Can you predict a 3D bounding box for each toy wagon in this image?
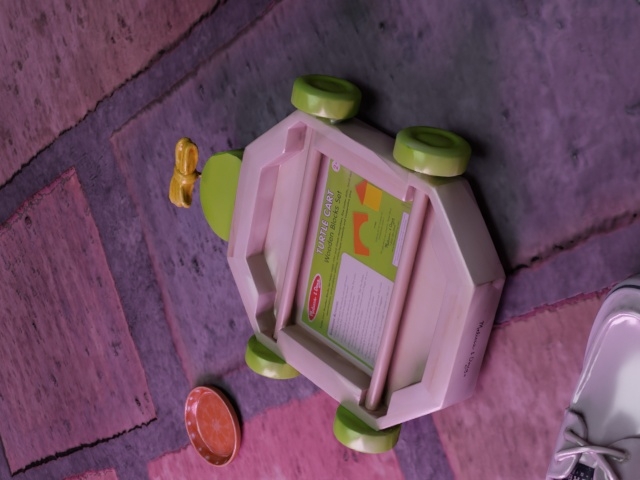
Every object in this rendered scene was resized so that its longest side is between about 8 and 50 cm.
[{"bbox_3d":[0.000,0.000,0.966,0.344,0.068,0.267,33,123,38],"label":"toy wagon"}]

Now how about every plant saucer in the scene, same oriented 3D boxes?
[{"bbox_3d":[-0.107,0.186,1.169,0.083,0.013,0.083,16,112,45],"label":"plant saucer"}]

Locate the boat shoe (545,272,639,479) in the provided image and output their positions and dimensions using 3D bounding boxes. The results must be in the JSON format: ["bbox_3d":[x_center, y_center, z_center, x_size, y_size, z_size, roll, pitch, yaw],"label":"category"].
[{"bbox_3d":[0.194,0.155,0.777,0.096,0.088,0.268,26,118,41],"label":"boat shoe"}]
